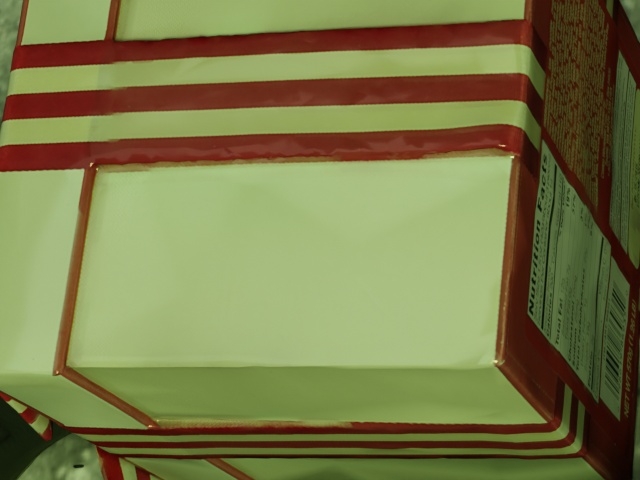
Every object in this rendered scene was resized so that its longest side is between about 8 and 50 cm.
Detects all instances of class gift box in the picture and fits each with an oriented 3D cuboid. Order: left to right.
[{"bbox_3d":[0.000,0.000,0.859,0.258,0.276,0.255,-1,65,21],"label":"gift box"}]

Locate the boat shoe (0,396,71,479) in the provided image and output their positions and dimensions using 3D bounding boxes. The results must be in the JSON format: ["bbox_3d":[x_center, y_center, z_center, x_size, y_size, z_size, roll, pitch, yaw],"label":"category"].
[{"bbox_3d":[-0.197,0.080,1.054,0.324,0.122,0.120,-31,19,26],"label":"boat shoe"}]
